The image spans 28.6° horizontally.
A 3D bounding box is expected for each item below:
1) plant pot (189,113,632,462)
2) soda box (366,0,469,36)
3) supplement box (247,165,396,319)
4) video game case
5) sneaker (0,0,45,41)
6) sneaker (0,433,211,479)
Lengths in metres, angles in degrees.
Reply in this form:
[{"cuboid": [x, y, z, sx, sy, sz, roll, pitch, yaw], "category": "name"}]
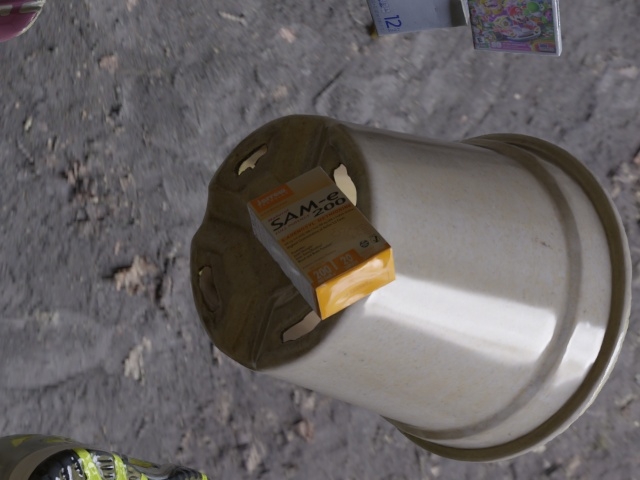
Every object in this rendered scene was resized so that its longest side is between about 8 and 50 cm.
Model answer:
[{"cuboid": [0.062, 0.025, 1.154, 0.305, 0.334, 0.333, 16, 106, -45], "category": "plant pot"}, {"cuboid": [0.070, -0.332, 1.182, 0.098, 0.091, 0.286, -4, 138, 20], "category": "soda box"}, {"cuboid": [0.000, 0.000, 0.868, 0.062, 0.098, 0.036, -29, 140, -15], "category": "supplement box"}, {"cuboid": [0.181, -0.227, 1.187, 0.087, 0.011, 0.122, 8, 140, 22], "category": "video game case"}, {"cuboid": [-0.357, -0.320, 1.342, 0.095, 0.104, 0.236, -5, 80, -34], "category": "sneaker"}, {"cuboid": [-0.231, 0.277, 1.334, 0.145, 0.147, 0.384, -64, 149, -16], "category": "sneaker"}]
